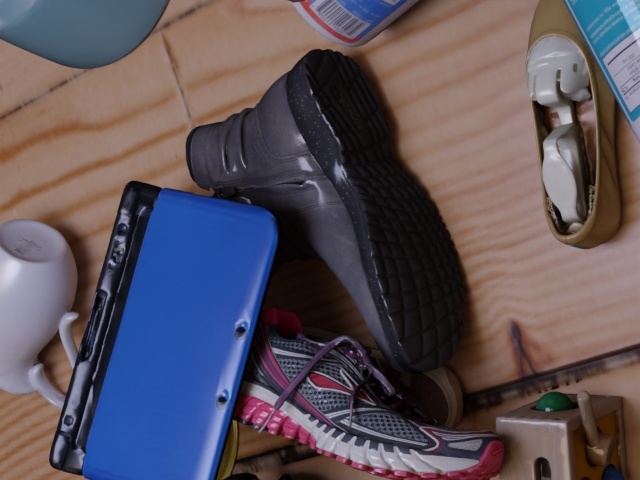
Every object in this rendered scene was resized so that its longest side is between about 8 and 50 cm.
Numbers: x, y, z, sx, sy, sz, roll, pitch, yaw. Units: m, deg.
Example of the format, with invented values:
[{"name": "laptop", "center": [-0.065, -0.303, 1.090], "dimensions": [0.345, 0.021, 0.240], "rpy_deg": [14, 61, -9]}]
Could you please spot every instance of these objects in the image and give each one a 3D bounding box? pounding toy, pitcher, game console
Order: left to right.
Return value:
[{"name": "pitcher", "center": [-0.332, 0.092, 1.712], "dimensions": [0.178, 0.125, 0.207], "rpy_deg": [26, 124, 9]}, {"name": "game console", "center": [-0.145, 0.104, 1.467], "dimensions": [0.173, 0.250, 0.293], "rpy_deg": [15, 85, 3]}, {"name": "pounding toy", "center": [0.221, 0.187, 1.294], "dimensions": [0.100, 0.130, 0.141], "rpy_deg": [-1, 96, 37]}]

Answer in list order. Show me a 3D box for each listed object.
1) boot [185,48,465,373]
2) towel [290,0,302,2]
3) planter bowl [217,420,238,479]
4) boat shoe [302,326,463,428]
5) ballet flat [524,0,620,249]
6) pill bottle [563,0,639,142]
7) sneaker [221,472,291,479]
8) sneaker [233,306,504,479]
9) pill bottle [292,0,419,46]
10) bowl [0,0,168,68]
[{"name": "boot", "center": [0.000, 0.000, 1.461], "dimensions": [0.223, 0.118, 0.338], "rpy_deg": [-33, 70, 42]}, {"name": "towel", "center": [0.090, -0.395, 1.257], "dimensions": [0.271, 0.040, 0.370], "rpy_deg": [-10, 62, 37]}, {"name": "planter bowl", "center": [-0.203, 0.206, 1.639], "dimensions": [0.217, 0.090, 0.217], "rpy_deg": [6, 101, 37]}, {"name": "boat shoe", "center": [0.002, 0.149, 1.475], "dimensions": [0.285, 0.092, 0.102], "rpy_deg": [8, 101, 35]}, {"name": "ballet flat", "center": [0.218, -0.107, 1.288], "dimensions": [0.080, 0.073, 0.232], "rpy_deg": [-10, 91, 37]}, {"name": "pill bottle", "center": [0.291, -0.167, 1.179], "dimensions": [0.146, 0.146, 0.264], "rpy_deg": [-33, 78, 35]}, {"name": "sneaker", "center": [-0.040, 0.331, 1.479], "dimensions": [0.483, 0.185, 0.202], "rpy_deg": [-19, 89, 36]}, {"name": "sneaker", "center": [0.032, 0.145, 1.331], "dimensions": [0.299, 0.121, 0.112], "rpy_deg": [17, 87, 34]}, {"name": "pill bottle", "center": [0.076, -0.284, 1.336], "dimensions": [0.221, 0.124, 0.124], "rpy_deg": [-35, 76, 34]}, {"name": "bowl", "center": [-0.316, -0.340, 1.596], "dimensions": [0.312, 0.163, 0.311], "rpy_deg": [6, 101, 35]}]
